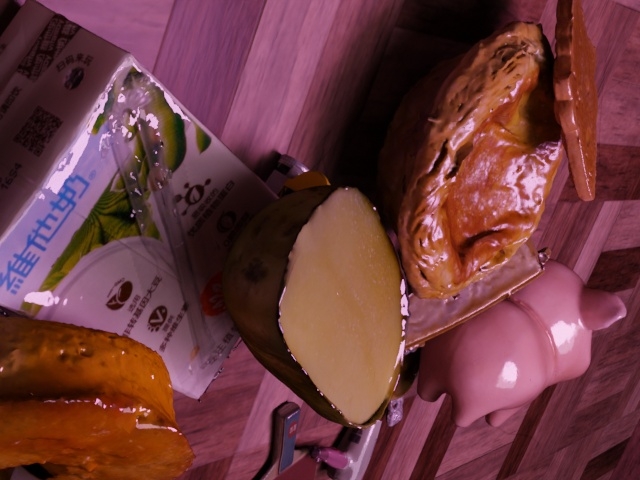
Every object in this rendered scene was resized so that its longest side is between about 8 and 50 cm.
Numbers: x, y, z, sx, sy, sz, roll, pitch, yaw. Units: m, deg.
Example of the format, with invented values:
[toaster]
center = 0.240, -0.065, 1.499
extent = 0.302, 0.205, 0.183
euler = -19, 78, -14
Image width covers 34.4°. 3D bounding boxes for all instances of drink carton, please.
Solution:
[drink carton]
center = -0.160, -0.014, 0.829
extent = 0.194, 0.132, 0.324
euler = -57, 151, -7

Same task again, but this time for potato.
[potato]
center = -0.013, 0.054, 0.870
extent = 0.271, 0.111, 0.160
euler = 54, 49, -54

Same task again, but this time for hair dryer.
[hair dryer]
center = 0.028, 0.295, 1.446
extent = 0.154, 0.054, 0.106
euler = 11, 102, -63

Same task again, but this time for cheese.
[cheese]
center = 0.111, 0.213, 1.518
extent = 0.086, 0.036, 0.162
euler = -33, 140, -35

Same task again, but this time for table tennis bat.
[table tennis bat]
center = -0.055, 0.323, 1.389
extent = 0.154, 0.021, 0.274
euler = -31, 141, -41

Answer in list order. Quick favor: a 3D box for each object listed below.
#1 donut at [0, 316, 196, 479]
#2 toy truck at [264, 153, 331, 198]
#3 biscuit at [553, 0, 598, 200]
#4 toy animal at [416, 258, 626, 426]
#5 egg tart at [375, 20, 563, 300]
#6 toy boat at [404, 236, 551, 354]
[donut]
center = -0.218, 0.140, 0.741
extent = 0.253, 0.254, 0.118
euler = 47, 35, -58
[toy truck]
center = 0.000, 0.000, 1.095
extent = 0.098, 0.114, 0.227
euler = -55, 150, -7
[biscuit]
center = 0.297, -0.168, 1.203
extent = 0.162, 0.035, 0.250
euler = -24, 108, -57
[toy animal]
center = 0.278, 0.141, 1.528
extent = 0.269, 0.237, 0.326
euler = -59, 156, 13
[egg tart]
center = 0.166, -0.098, 1.210
extent = 0.352, 0.150, 0.352
euler = -38, 140, -40
[toy boat]
center = 0.177, 0.064, 1.385
extent = 0.310, 0.115, 0.089
euler = -30, 98, -10
